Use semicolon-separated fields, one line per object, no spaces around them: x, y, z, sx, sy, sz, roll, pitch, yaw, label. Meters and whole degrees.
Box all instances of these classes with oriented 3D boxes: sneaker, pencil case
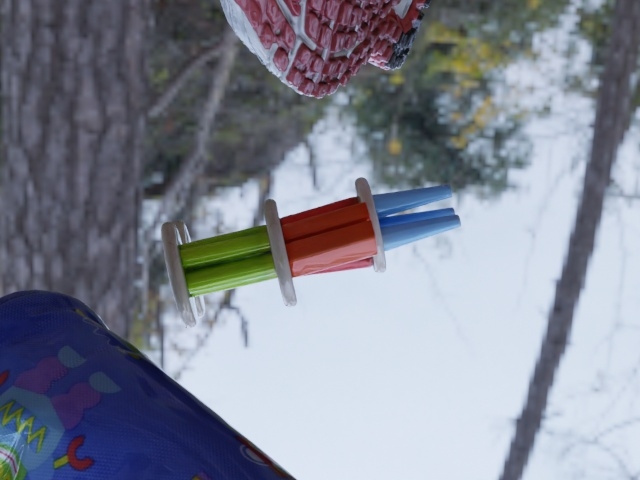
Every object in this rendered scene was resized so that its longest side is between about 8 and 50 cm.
-0.009;-0.127;0.763;0.093;0.088;0.225;26;-169;12;sneaker
-0.054;0.143;0.608;0.306;0.133;0.119;35;171;37;pencil case

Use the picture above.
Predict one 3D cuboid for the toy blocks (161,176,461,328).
0.000;0.000;0.767;0.148;0.054;0.123;-13;-178;-1;toy blocks
